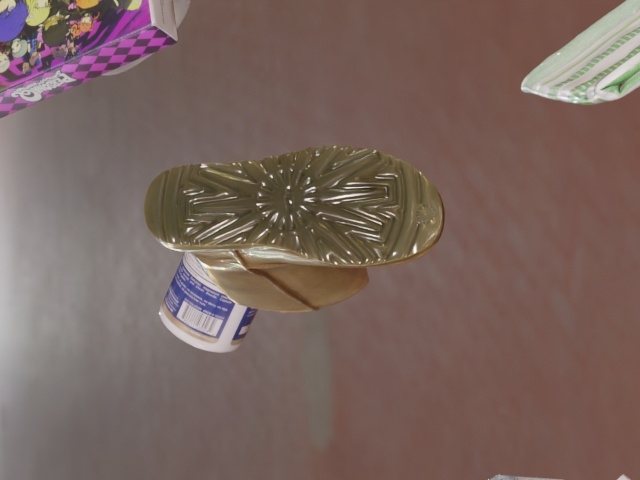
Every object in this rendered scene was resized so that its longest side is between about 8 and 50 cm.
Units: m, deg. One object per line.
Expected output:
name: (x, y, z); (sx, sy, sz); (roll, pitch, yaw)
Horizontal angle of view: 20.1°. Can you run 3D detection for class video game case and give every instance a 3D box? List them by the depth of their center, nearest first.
video game case: (-0.230, -0.214, 1.466); (0.042, 0.232, 0.210); (33, -137, -55)

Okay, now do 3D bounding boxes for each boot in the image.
boot: (0.000, 0.000, 1.435); (0.269, 0.236, 0.089); (47, -130, -72)

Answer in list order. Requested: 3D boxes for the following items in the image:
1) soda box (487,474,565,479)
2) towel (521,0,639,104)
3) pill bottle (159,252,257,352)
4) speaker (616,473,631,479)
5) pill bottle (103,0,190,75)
soda box: (0.150, 0.344, 1.949); (0.286, 0.098, 0.091); (-39, 52, 45)
towel: (0.386, -0.251, 2.211); (0.038, 0.248, 0.325); (54, 178, -13)
pill bottle: (-0.092, 0.022, 1.844); (0.169, 0.094, 0.094); (-64, 23, 21)
speaker: (0.321, 0.286, 1.716); (0.136, 0.055, 0.055); (41, 149, 16)
pill bottle: (-0.293, -0.338, 2.075); (0.283, 0.161, 0.161); (46, 151, 18)
